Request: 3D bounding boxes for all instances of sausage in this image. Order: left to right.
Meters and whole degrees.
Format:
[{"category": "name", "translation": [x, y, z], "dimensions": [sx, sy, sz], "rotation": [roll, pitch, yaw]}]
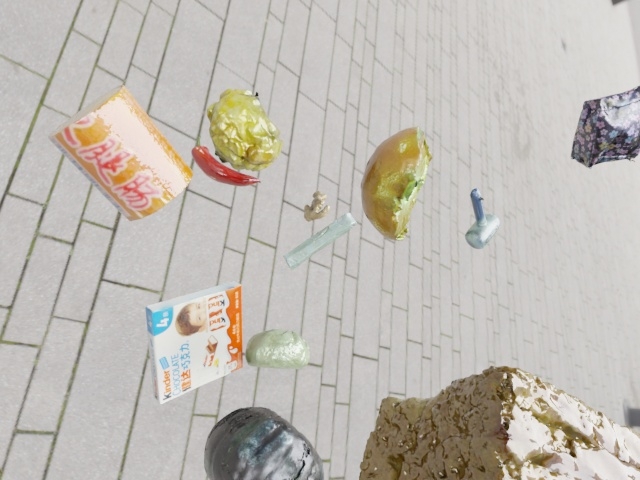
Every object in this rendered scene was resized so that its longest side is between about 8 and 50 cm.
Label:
[{"category": "sausage", "translation": [-0.515, -0.225, 1.158], "dimensions": [0.287, 0.233, 0.233], "rotation": [56, 47, -29]}]

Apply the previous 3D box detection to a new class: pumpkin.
[{"category": "pumpkin", "translation": [-0.103, 0.406, 0.787], "dimensions": [0.163, 0.233, 0.233], "rotation": [-48, 115, -30]}]

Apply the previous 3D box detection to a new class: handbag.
[{"category": "handbag", "translation": [0.862, -0.335, 1.289], "dimensions": [0.127, 0.207, 0.229], "rotation": [-108, -176, -55]}]

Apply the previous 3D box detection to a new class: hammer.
[{"category": "hammer", "translation": [0.454, -0.070, 1.256], "dimensions": [0.116, 0.069, 0.194], "rotation": [-45, 132, -19]}]

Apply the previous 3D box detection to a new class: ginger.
[{"category": "ginger", "translation": [-0.030, -0.183, 2.272], "dimensions": [0.065, 0.149, 0.259], "rotation": [55, 11, -31]}]

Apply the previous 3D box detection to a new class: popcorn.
[{"category": "popcorn", "translation": [-0.252, -0.371, 1.488], "dimensions": [0.286, 0.215, 0.252], "rotation": [61, 32, -4]}]

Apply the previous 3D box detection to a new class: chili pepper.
[{"category": "chili pepper", "translation": [-0.437, -0.315, 1.885], "dimensions": [0.368, 0.092, 0.137], "rotation": [39, 50, 12]}]

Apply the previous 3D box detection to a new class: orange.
[{"category": "orange", "translation": [0.221, -0.169, 1.297], "dimensions": [0.196, 0.335, 0.263], "rotation": [16, 37, 0]}]

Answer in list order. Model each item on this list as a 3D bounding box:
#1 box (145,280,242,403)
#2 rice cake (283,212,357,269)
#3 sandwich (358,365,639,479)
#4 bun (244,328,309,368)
[{"category": "box", "translation": [-0.332, 0.271, 1.201], "dimensions": [0.264, 0.048, 0.274], "rotation": [-15, 115, -41]}, {"category": "rice cake", "translation": [0.000, 0.000, 1.811], "dimensions": [0.336, 0.063, 0.066], "rotation": [-35, 74, -7]}, {"category": "sandwich", "translation": [0.210, 0.282, 0.546], "dimensions": [0.262, 0.325, 0.131], "rotation": [27, 54, -12]}, {"category": "bun", "translation": [-0.129, 0.325, 1.321], "dimensions": [0.195, 0.195, 0.118], "rotation": [13, 71, -43]}]
